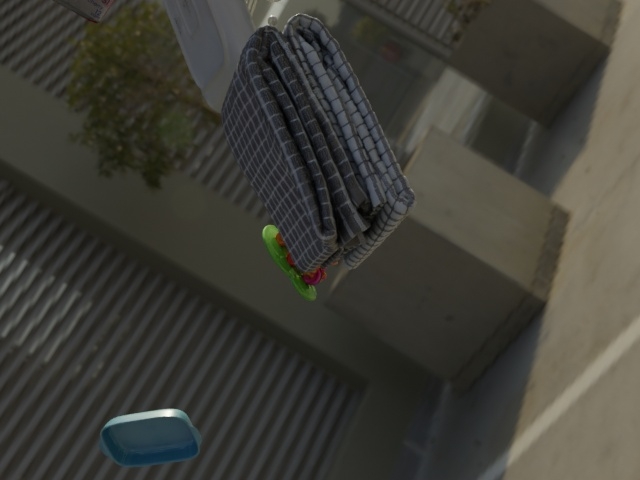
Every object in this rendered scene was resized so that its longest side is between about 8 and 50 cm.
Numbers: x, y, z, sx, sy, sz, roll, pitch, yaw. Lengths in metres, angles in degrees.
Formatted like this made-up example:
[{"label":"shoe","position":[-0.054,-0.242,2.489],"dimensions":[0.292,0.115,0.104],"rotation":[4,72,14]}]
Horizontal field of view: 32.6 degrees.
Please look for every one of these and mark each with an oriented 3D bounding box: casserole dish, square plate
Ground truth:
[{"label":"casserole dish","position":[-0.298,0.345,1.931],"dimensions":[0.037,0.188,0.114],"rotation":[-83,-21,-52]},{"label":"square plate","position":[-0.200,-0.390,1.787],"dimensions":[0.049,0.347,0.344],"rotation":[-21,1,-18]}]

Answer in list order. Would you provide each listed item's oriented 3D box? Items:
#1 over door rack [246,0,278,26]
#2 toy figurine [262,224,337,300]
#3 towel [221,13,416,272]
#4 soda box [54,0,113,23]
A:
[{"label":"over door rack","position":[-0.198,-0.473,1.904],"dimensions":[0.108,0.324,0.239],"rotation":[-47,-5,-30]},{"label":"toy figurine","position":[0.000,0.000,2.059],"dimensions":[0.159,0.173,0.130],"rotation":[-37,-24,22]},{"label":"towel","position":[-0.021,-0.103,1.347],"dimensions":[0.121,0.284,0.235],"rotation":[-22,-9,-19]},{"label":"soda box","position":[-0.299,-0.386,1.439],"dimensions":[0.092,0.083,0.263],"rotation":[-50,27,22]}]
